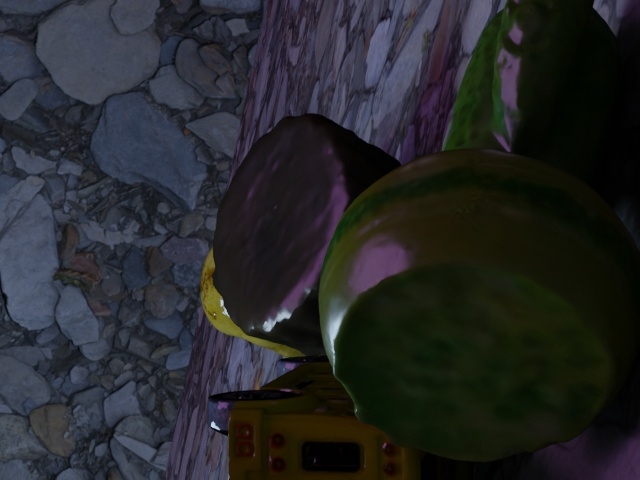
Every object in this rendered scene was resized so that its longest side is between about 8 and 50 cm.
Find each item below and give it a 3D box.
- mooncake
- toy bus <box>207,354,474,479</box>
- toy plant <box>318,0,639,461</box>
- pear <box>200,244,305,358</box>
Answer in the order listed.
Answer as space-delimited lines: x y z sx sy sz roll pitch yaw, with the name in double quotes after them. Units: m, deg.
0.000 0.000 1.691 0.228 0.124 0.228 -30 50 44 "mooncake"
0.021 0.161 1.196 0.331 0.151 0.145 -12 -80 -79 "toy bus"
0.112 -0.038 1.063 0.316 0.184 0.224 -73 -7 -47 "toy plant"
-0.039 0.035 1.868 0.178 0.178 0.178 -168 90 -81 "pear"
